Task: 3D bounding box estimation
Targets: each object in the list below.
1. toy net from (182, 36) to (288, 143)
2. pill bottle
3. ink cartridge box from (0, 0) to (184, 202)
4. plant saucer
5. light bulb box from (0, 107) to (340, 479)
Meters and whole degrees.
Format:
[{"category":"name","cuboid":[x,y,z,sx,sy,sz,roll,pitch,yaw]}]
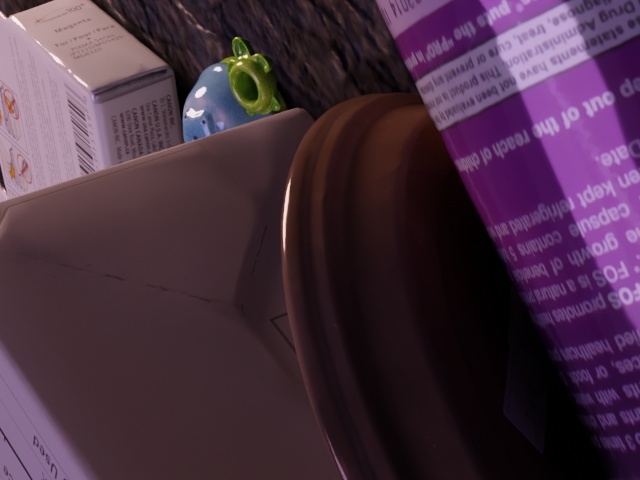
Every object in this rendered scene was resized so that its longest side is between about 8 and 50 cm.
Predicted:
[{"category":"toy net","cuboid":[0.000,0.000,1.050,0.122,0.045,0.232,-27,92,54]},{"category":"pill bottle","cuboid":[0.147,-0.005,0.643,0.302,0.169,0.169,65,153,-1]},{"category":"ink cartridge box","cuboid":[-0.162,-0.038,1.281,0.239,0.060,0.275,42,147,46]},{"category":"plant saucer","cuboid":[0.088,0.062,0.711,0.041,0.278,0.278,-30,86,28]},{"category":"light bulb box","cuboid":[-0.033,0.199,0.951,0.358,0.225,0.361,51,145,32]}]
